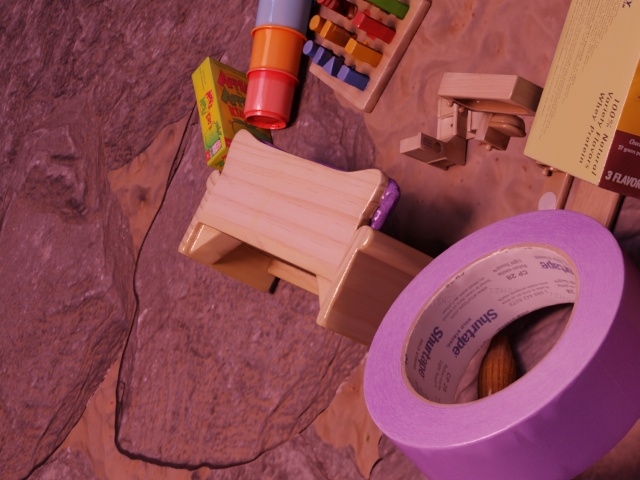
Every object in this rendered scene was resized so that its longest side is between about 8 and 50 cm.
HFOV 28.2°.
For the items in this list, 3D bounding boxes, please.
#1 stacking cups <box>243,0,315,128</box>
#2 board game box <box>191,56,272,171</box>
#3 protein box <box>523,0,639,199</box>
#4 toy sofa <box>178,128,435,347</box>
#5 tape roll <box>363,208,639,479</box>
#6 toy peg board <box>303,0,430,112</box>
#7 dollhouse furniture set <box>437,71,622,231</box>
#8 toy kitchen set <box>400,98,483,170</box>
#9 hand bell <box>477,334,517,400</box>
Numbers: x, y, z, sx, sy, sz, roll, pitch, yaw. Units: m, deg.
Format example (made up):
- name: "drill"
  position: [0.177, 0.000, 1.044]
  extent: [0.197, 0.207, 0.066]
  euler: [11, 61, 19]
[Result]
- name: "stacking cups"
  position: [-0.054, -0.312, 1.785]
  extent: [0.096, 0.096, 0.316]
  euler: [-4, 73, 52]
- name: "board game box"
  position: [-0.121, -0.168, 1.787]
  extent: [0.043, 0.092, 0.181]
  euler: [-43, 43, 32]
- name: "protein box"
  position: [0.295, -0.137, 1.106]
  extent: [0.201, 0.136, 0.200]
  euler: [-127, 53, -76]
- name: "toy sofa"
  position: [0.000, 0.000, 1.493]
  extent: [0.362, 0.150, 0.177]
  euler: [21, 85, 55]
- name: "tape roll"
  position: [0.175, 0.101, 1.176]
  extent: [0.274, 0.090, 0.275]
  euler: [-30, 30, 20]
- name: "toy peg board"
  position: [0.037, -0.274, 1.645]
  extent: [0.161, 0.079, 0.161]
  euler: [-60, 36, 11]
- name: "dollhouse furniture set"
  position: [0.201, -0.080, 1.268]
  extent: [0.144, 0.151, 0.123]
  euler: [14, 84, 57]
- name: "toy kitchen set"
  position: [0.142, -0.133, 1.436]
  extent: [0.068, 0.075, 0.083]
  euler: [-14, 66, 48]
- name: "hand bell"
  position: [0.168, 0.199, 1.236]
  extent: [0.126, 0.126, 0.242]
  euler: [-28, 39, 43]
